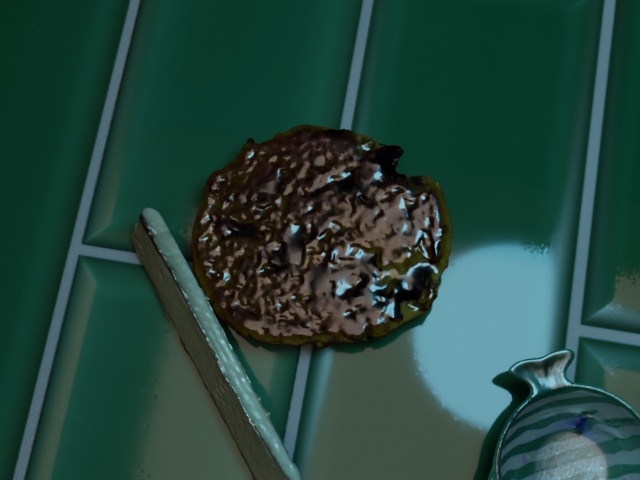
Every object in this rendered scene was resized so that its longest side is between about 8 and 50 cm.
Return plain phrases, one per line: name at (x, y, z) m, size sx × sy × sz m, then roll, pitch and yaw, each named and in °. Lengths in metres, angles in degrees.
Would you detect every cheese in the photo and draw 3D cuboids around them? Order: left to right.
cheese at (-0.139, 0.140, 1.125) m, size 0.034 × 0.085 × 0.400 m, roll -21°, pitch 72°, yaw -31°

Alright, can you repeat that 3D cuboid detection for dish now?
dish at (0.296, 0.259, 1.068) m, size 0.224 × 0.078 × 0.246 m, roll -15°, pitch 77°, yaw -1°

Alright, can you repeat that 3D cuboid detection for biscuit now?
biscuit at (0.000, -0.004, 1.151) m, size 0.334 × 0.081 × 0.289 m, roll 4°, pitch 77°, yaw 9°
